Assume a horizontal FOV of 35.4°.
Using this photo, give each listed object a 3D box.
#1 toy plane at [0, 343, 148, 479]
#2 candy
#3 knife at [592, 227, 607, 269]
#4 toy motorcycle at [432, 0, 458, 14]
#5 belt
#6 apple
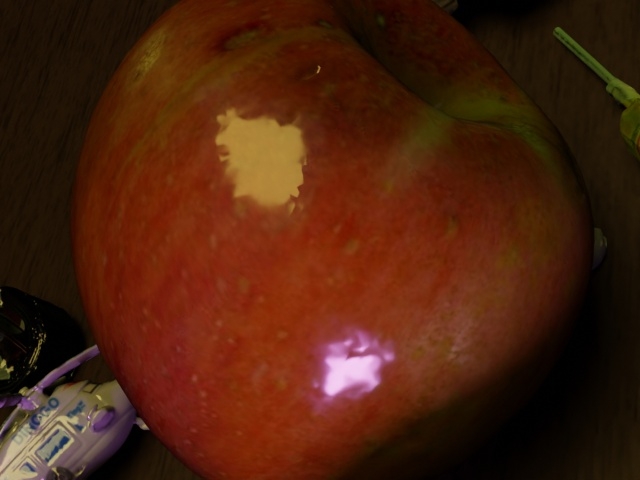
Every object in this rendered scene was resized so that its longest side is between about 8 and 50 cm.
[{"bbox_3d":[-0.258,0.204,0.828,0.107,0.182,0.273,41,53,9],"label":"toy plane"},{"bbox_3d":[0.229,-0.121,0.775,0.194,0.062,0.058,-116,31,-48],"label":"candy"},{"bbox_3d":[0.146,-0.014,0.775,0.162,0.023,0.044,21,78,40],"label":"knife"},{"bbox_3d":[0.039,-0.239,0.926,0.340,0.108,0.223,-29,51,14],"label":"toy motorcycle"},{"bbox_3d":[-0.295,0.103,0.979,0.140,0.058,0.105,30,88,38],"label":"belt"},{"bbox_3d":[0.000,0.000,0.660,0.339,0.339,0.339,-16,56,25],"label":"apple"}]
